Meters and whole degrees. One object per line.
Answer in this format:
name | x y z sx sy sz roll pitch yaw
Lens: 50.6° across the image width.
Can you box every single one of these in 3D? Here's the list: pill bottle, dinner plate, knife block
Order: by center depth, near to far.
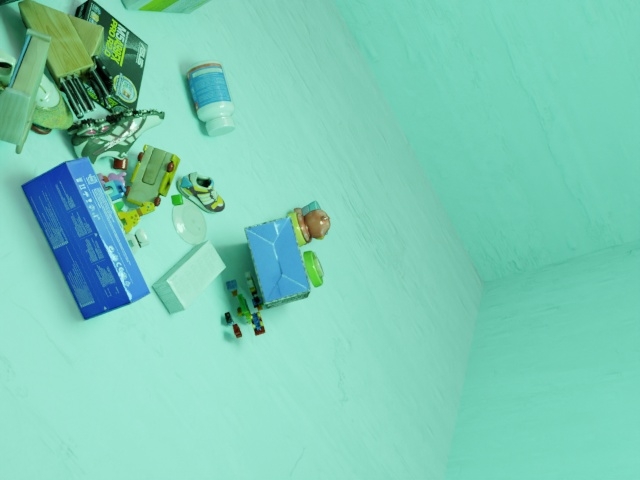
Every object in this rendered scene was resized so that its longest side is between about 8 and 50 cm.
knife block | -0.636 -0.431 1.666 0.276 0.088 0.241 19 72 -12
dinner plate | -0.381 -0.056 1.998 0.141 0.017 0.141 34 47 -46
pill bottle | -0.346 -0.455 2.178 0.124 0.124 0.221 -5 77 -59

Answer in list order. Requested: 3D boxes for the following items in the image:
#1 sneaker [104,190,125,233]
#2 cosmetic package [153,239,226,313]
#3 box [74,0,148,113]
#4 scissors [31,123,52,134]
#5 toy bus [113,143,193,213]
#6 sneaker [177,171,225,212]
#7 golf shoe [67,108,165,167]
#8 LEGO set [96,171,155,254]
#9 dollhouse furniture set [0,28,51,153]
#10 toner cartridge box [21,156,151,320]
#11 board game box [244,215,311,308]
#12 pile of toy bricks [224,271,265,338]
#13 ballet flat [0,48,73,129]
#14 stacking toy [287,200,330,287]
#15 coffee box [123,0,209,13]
sneaker | -0.523 0.002 1.658 0.094 0.091 0.258 -25 94 -60
cosmetic package | -0.362 0.098 1.892 0.098 0.061 0.239 63 31 -16
box | -0.592 -0.500 1.872 0.216 0.060 0.269 36 45 -43
scissors | -0.745 -0.311 1.561 0.297 0.021 0.108 2 72 -56
toy bus | -0.456 -0.156 1.841 0.104 0.202 0.190 72 -6 -84
sneaker | -0.339 -0.144 2.043 0.185 0.084 0.069 31 42 -47
golf shoe | -0.529 -0.279 1.787 0.273 0.105 0.120 -26 116 -39
LEGO set | -0.481 -0.088 1.735 0.093 0.087 0.227 -24 92 -22
dollhouse furniture set | -0.734 -0.316 1.353 0.304 0.286 0.198 16 47 -21
toner cartridge box | -0.540 -0.002 1.563 0.075 0.165 0.347 -33 102 -59
board game box | -0.129 0.075 2.064 0.291 0.141 0.231 112 -37 -81
pile of toy bricks | -0.223 0.212 2.033 0.105 0.118 0.212 75 -4 -56
ballet flat | -0.699 -0.365 1.539 0.349 0.123 0.123 30 48 -41
stacking toy | 0.000 0.000 2.362 0.309 0.131 0.279 -75 146 -78
coffee box | -0.442 -0.933 2.091 0.334 0.338 0.337 -31 100 -60
